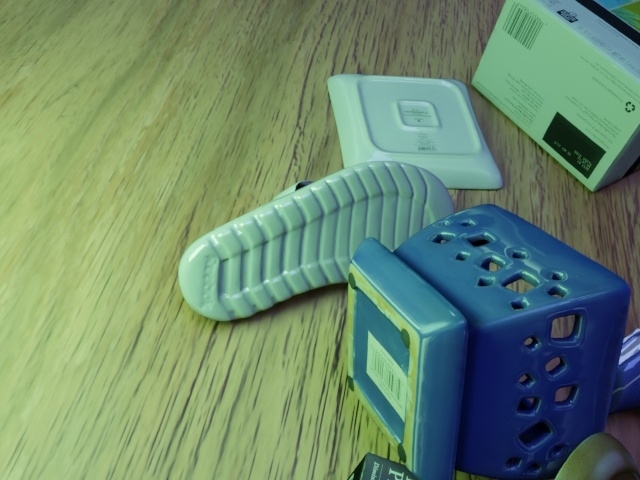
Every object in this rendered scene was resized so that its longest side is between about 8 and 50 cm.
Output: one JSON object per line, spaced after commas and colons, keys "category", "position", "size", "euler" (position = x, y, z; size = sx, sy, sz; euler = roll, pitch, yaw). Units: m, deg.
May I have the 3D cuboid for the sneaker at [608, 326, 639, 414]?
{"category": "sneaker", "position": [0.510, 0.185, 0.825], "size": [0.315, 0.127, 0.182], "euler": [-13, 54, -23]}

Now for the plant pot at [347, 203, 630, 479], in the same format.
{"category": "plant pot", "position": [0.156, 0.114, 0.694], "size": [0.212, 0.236, 0.236], "euler": [-8, 26, -19]}

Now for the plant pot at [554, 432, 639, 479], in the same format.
{"category": "plant pot", "position": [0.269, 0.311, 0.624], "size": [0.032, 0.236, 0.236], "euler": [10, 38, 46]}

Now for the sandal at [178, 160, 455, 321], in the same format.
{"category": "sandal", "position": [-0.002, -0.015, 0.888], "size": [0.416, 0.170, 0.102], "euler": [-15, 16, -22]}

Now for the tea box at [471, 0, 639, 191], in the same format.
{"category": "tea box", "position": [0.527, -0.314, 1.164], "size": [0.323, 0.220, 0.329], "euler": [-24, 60, -28]}

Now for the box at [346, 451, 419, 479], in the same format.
{"category": "box", "position": [0.089, 0.369, 0.612], "size": [0.184, 0.103, 0.261], "euler": [20, 51, 1]}

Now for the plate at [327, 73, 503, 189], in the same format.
{"category": "plate", "position": [0.165, -0.206, 1.117], "size": [0.277, 0.045, 0.278], "euler": [1, 53, -12]}
